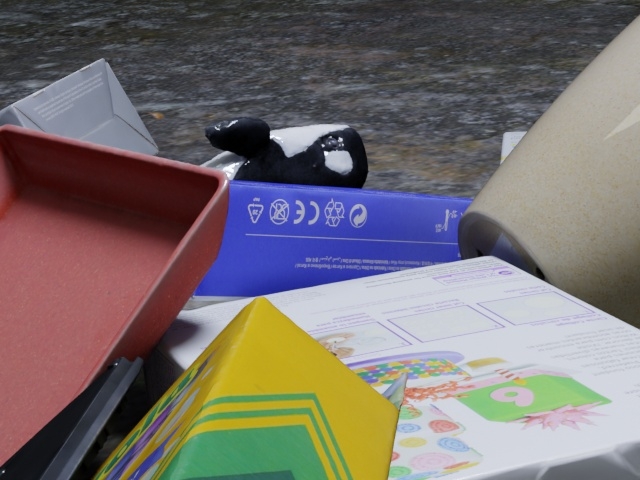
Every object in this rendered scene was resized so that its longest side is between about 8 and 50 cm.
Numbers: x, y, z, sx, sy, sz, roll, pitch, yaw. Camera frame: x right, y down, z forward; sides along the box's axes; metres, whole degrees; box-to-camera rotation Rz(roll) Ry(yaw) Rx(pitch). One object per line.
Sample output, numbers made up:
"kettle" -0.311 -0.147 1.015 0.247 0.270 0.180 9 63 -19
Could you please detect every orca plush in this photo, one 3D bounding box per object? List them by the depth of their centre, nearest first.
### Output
"orca plush" -0.078 -0.009 1.480 0.287 0.151 0.102 -10 47 -31

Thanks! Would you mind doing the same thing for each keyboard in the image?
"keyboard" -0.169 0.169 0.741 0.201 0.033 0.317 -41 8 23

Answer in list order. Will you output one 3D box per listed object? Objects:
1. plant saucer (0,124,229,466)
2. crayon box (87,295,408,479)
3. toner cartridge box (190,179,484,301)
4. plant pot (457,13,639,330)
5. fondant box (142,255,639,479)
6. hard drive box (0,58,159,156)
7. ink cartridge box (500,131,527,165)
"plant saucer" -0.185 0.058 1.115 0.259 0.048 0.258 14 64 49
"crayon box" -0.070 0.146 0.695 0.083 0.203 0.323 40 15 -5
"toner cartridge box" 0.000 0.000 1.290 0.348 0.075 0.165 3 2 -42
"plant pot" 0.235 -0.032 1.249 0.274 0.256 0.256 -30 23 -17
"fondant box" 0.062 0.104 1.017 0.238 0.096 0.330 -10 15 -19
"hard drive box" -0.264 -0.033 1.449 0.232 0.089 0.181 -27 6 22
"ink cartridge box" 0.213 -0.040 1.566 0.127 0.072 0.175 -2 14 7
